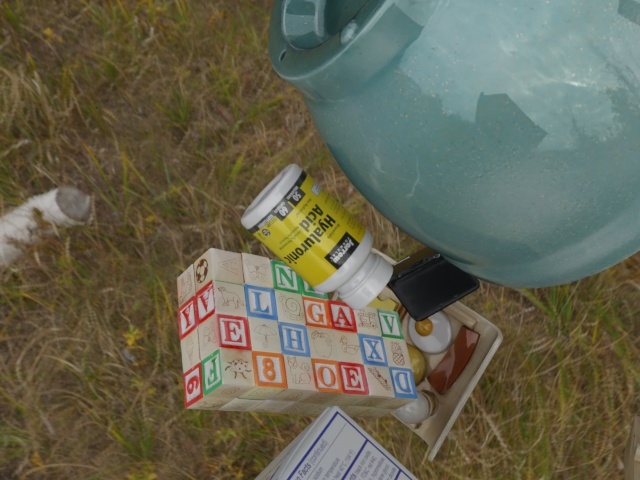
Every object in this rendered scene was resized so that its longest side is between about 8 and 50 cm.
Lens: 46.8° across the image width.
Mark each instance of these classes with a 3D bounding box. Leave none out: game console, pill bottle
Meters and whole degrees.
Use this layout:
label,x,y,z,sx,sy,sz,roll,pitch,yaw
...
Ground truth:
label,x,y,z,sx,sy,sz,roll,pitch,yaw
game console,0.152,0.062,1.100,0.122,0.107,0.071,-26,98,-21
pill bottle,0.000,0.000,0.582,0.116,0.065,0.065,42,78,-12

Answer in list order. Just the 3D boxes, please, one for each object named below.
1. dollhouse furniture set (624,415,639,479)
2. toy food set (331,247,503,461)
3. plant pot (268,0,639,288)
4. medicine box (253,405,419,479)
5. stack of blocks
label,x,y,z,sx,sy,sz,roll,pitch,yaw
dollhouse furniture set,0.482,0.191,0.653,0.356,0.303,0.173,11,33,16
toy food set,0.107,0.163,1.153,0.306,0.092,0.219,34,107,30
plant pot,0.091,-0.138,0.461,0.196,0.293,0.292,23,67,-29
medicine box,0.023,0.369,0.762,0.289,0.149,0.263,42,122,5
stack of blocks,-0.026,0.127,0.944,0.087,0.297,0.171,-38,50,41
